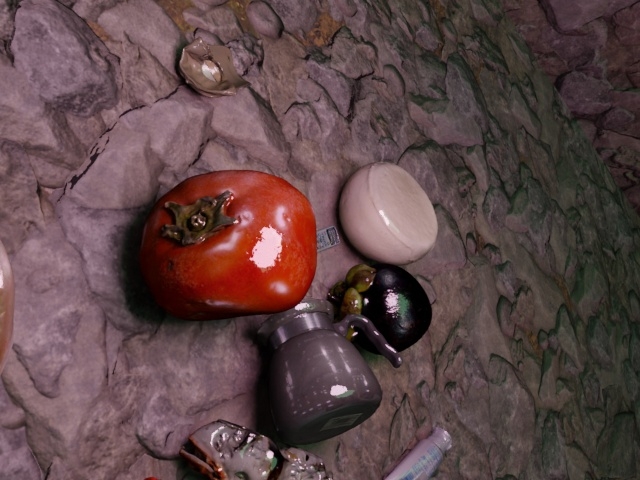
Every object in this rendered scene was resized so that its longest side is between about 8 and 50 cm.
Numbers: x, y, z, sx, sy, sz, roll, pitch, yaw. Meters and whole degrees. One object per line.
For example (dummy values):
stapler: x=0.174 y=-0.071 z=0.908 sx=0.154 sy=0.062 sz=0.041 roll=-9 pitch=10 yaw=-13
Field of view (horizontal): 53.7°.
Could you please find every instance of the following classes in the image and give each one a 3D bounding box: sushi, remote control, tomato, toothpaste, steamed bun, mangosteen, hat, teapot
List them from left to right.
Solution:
hat: x=-0.231 y=-0.366 z=1.419 sx=0.147 sy=0.085 sz=0.175 roll=59 pitch=22 yaw=1
tomato: x=-0.168 y=0.013 z=1.187 sx=0.290 sy=0.325 sz=0.293 roll=48 pitch=33 yaw=-59
sushi: x=-0.114 y=0.441 z=1.236 sx=0.332 sy=0.124 sz=0.130 roll=37 pitch=75 yaw=-30
remote control: x=0.000 y=0.000 z=1.562 sx=0.124 sy=0.018 sz=0.053 roll=-20 pitch=93 yaw=-46
teapot: x=0.013 y=0.234 z=1.308 sx=0.305 sy=0.223 sz=0.285 roll=-21 pitch=59 yaw=-6
mangosteen: x=0.137 y=0.164 z=1.519 sx=0.243 sy=0.243 sz=0.243 roll=15 pitch=68 yaw=-41
steamed bun: x=0.159 y=-0.058 z=1.618 sx=0.283 sy=0.177 sz=0.283 roll=28 pitch=45 yaw=-33
toothpaste: x=0.227 y=0.589 z=1.583 sx=0.299 sy=0.073 sz=0.114 roll=-35 pitch=104 yaw=-37

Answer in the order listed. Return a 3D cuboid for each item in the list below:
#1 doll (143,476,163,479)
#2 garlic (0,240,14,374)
doll: x=-0.183 y=0.574 z=1.166 sx=0.384 sy=0.099 sz=0.188 roll=36 pitch=56 yaw=-24
garlic: x=-0.581 y=0.103 z=0.880 sx=0.279 sy=0.132 sz=0.325 roll=-4 pitch=83 yaw=-46
